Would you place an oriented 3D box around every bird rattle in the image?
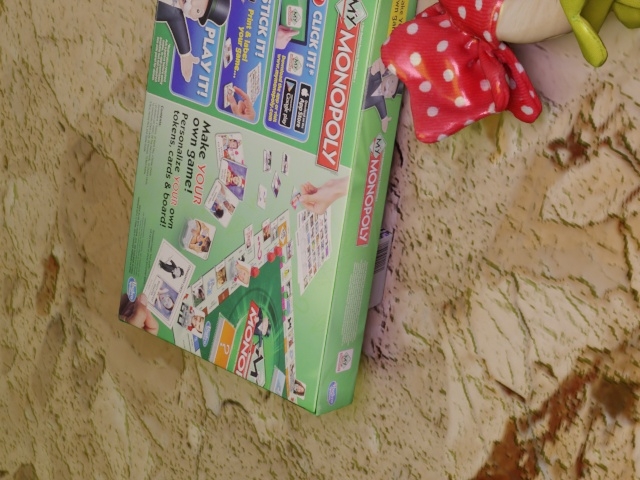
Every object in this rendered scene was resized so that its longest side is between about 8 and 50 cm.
[{"bbox_3d":[0.132,-0.182,1.175,0.253,0.143,0.207,-20,81,60],"label":"bird rattle"}]

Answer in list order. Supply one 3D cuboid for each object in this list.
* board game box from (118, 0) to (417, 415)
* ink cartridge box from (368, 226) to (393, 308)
[{"bbox_3d":[-0.045,-0.056,1.388,0.213,0.046,0.317,22,112,36],"label":"board game box"},{"bbox_3d":[0.000,0.000,1.416,0.115,0.029,0.063,31,127,34],"label":"ink cartridge box"}]
